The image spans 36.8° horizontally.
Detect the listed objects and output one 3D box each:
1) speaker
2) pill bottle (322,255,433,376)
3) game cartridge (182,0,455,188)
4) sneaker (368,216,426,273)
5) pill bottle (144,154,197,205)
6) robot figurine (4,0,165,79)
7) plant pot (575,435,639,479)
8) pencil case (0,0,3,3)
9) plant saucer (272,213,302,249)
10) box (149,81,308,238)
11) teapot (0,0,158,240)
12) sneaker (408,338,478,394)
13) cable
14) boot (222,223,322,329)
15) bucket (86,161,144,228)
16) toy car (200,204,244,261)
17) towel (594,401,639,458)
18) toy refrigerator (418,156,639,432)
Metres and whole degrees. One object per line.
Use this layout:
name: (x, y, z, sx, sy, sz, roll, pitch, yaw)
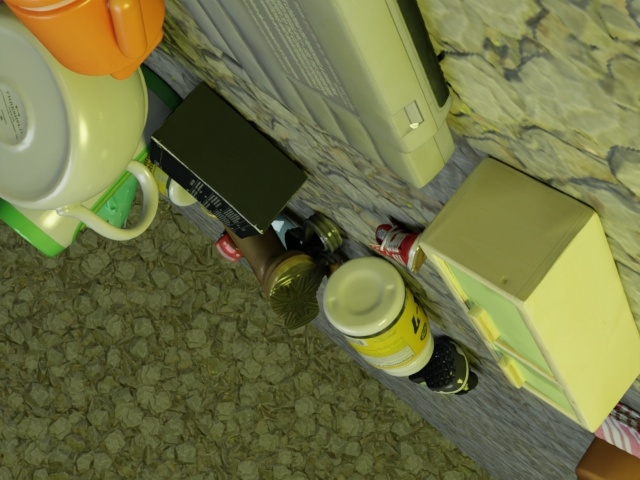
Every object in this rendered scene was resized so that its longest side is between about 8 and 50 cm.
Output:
speaker: (-0.336, -0.121, 1.407, 0.131, 0.296, 0.131, 39, 172, 7)
pill bottle: (0.091, 0.117, 1.398, 0.119, 0.119, 0.208, 35, 170, 33)
game cartridge: (-0.038, -0.181, 0.611, 0.230, 0.068, 0.355, 31, 168, 30)
sneaker: (0.087, 0.001, 1.066, 0.067, 0.042, 0.118, 35, 173, 9)
pill bottle: (-0.284, -0.147, 1.719, 0.184, 0.103, 0.103, 35, 171, 27)
robot figurine: (-0.225, -0.239, 0.893, 0.219, 0.128, 0.158, 56, -160, -63)
plant pot: (0.422, 0.420, 1.241, 0.291, 0.203, 0.291, 39, 171, 7)
pencil case: (-0.532, -0.350, 1.768, 0.209, 0.098, 0.095, 37, 171, 14)
plant saucer: (-0.097, -0.030, 1.743, 0.195, 0.037, 0.195, 40, 172, 6)
box: (-0.133, -0.099, 1.307, 0.184, 0.103, 0.261, 39, 173, -8)
teapot: (-0.289, -0.159, 1.113, 0.253, 0.256, 0.187, 35, -147, 20)
sneaker: (0.217, 0.208, 1.558, 0.097, 0.084, 0.235, 17, 175, -8)
cable: (0.000, 0.000, 1.509, 0.139, 0.072, 0.287, 55, 164, 18)
boot: (-0.102, -0.006, 1.531, 0.269, 0.089, 0.236, 58, 165, 23)
bucket: (-0.420, -0.153, 1.593, 0.281, 0.183, 0.281, 23, -172, -3)
toy car: (-0.135, -0.002, 1.824, 0.225, 0.053, 0.239, 33, -161, -37)
towel: (0.373, 0.237, 1.093, 0.197, 0.029, 0.144, 31, 168, 48)
toy refrigerator: (0.178, 0.057, 0.777, 0.102, 0.094, 0.269, 33, 170, 37)
